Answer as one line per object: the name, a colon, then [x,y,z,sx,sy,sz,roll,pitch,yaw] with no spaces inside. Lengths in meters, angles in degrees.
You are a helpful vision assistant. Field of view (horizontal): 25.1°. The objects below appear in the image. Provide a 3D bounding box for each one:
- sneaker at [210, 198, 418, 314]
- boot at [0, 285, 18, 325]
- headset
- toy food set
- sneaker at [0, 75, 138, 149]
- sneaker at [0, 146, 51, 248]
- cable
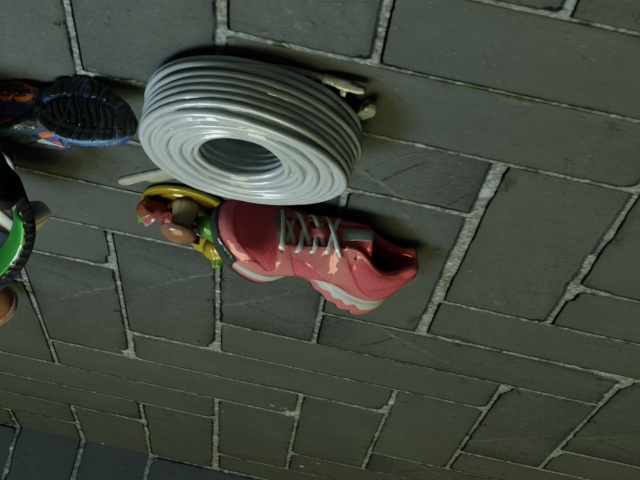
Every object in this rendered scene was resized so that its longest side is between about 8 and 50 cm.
sneaker: [0.000,0.000,1.903,0.314,0.116,0.136,20,148,-35]
boot: [-0.663,0.055,2.399,0.283,0.109,0.220,14,155,15]
headset: [-0.496,-0.078,1.739,0.243,0.185,0.394,-20,138,-10]
toy food set: [-0.187,-0.017,1.975,0.128,0.071,0.218,-4,153,36]
sneaker: [-0.305,-0.147,1.728,0.221,0.083,0.087,10,167,31]
sneaker: [-0.480,-0.109,1.858,0.321,0.127,0.126,53,176,-32]
cable: [-0.080,-0.119,1.641,0.257,0.089,0.257,14,158,-5]
